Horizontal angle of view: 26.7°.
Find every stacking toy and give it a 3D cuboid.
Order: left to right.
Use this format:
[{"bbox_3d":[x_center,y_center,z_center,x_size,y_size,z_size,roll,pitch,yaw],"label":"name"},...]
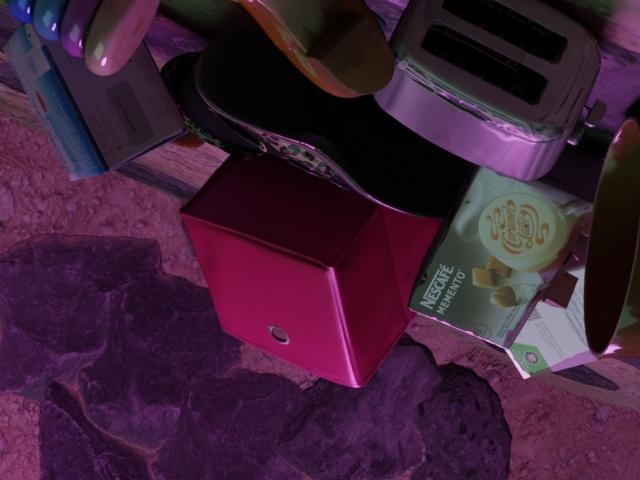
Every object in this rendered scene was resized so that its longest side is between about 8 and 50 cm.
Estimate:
[{"bbox_3d":[-0.350,-0.320,1.522,0.330,0.141,0.141,29,173,2],"label":"stacking toy"}]

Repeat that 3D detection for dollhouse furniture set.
[{"bbox_3d":[0.254,-0.007,1.746,0.101,0.161,0.182,27,171,-27],"label":"dollhouse furniture set"}]

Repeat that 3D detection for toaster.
[{"bbox_3d":[0.140,-0.153,1.187,0.227,0.129,0.146,29,169,2],"label":"toaster"}]

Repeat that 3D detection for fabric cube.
[{"bbox_3d":[0.000,0.000,1.867,0.254,0.259,0.258,21,146,28],"label":"fabric cube"}]

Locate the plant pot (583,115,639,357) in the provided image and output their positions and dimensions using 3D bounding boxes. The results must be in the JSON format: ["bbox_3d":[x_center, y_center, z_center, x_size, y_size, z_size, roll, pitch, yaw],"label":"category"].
[{"bbox_3d":[0.406,0.014,1.306,0.254,0.237,0.237,8,172,1],"label":"plant pot"}]

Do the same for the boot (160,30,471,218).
[{"bbox_3d":[-0.019,-0.145,1.693,0.377,0.138,0.284,22,176,-23],"label":"boot"}]

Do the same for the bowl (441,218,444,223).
[{"bbox_3d":[0.261,0.029,2.202,0.391,0.077,0.391,25,169,5],"label":"bowl"}]

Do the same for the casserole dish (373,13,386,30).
[{"bbox_3d":[-0.018,-0.241,1.384,0.188,0.037,0.114,27,172,-35],"label":"casserole dish"}]

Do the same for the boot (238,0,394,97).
[{"bbox_3d":[-0.049,-0.237,1.107,0.295,0.104,0.211,52,179,-15],"label":"boot"}]

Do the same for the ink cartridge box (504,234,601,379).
[{"bbox_3d":[0.342,0.081,1.823,0.219,0.092,0.160,-19,118,30],"label":"ink cartridge box"}]

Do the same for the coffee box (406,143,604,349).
[{"bbox_3d":[0.214,-0.006,1.581,0.141,0.098,0.246,24,129,-1],"label":"coffee box"}]

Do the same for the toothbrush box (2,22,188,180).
[{"bbox_3d":[-0.305,-0.204,1.784,0.216,0.126,0.295,64,164,-10],"label":"toothbrush box"}]

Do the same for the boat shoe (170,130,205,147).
[{"bbox_3d":[-0.279,-0.216,2.244,0.207,0.073,0.073,30,174,0],"label":"boat shoe"}]

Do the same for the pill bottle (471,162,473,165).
[{"bbox_3d":[0.179,-0.100,1.761,0.083,0.043,0.043,17,171,37],"label":"pill bottle"}]
